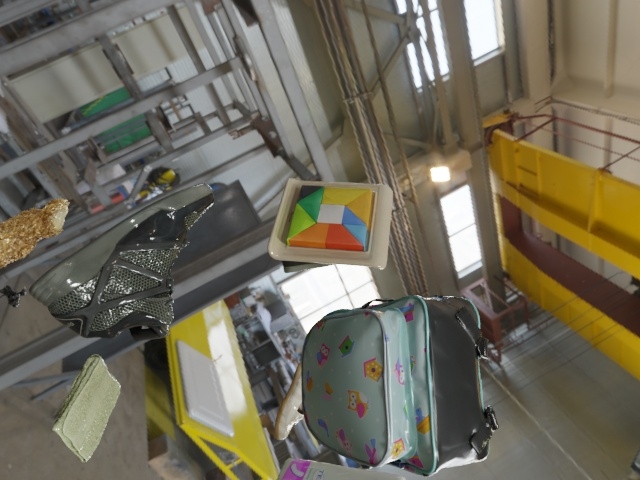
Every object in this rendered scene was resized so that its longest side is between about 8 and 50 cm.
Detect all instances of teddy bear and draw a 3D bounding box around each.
[{"bbox_3d":[-0.810,-0.011,1.157,0.113,0.338,0.245,60,4,-30],"label":"teddy bear"}]

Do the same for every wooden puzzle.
[{"bbox_3d":[0.027,-0.048,0.933,0.044,0.239,0.220,88,11,-52],"label":"wooden puzzle"}]

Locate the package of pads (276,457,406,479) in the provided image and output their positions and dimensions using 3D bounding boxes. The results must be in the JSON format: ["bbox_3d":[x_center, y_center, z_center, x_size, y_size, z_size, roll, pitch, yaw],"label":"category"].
[{"bbox_3d":[0.021,0.566,0.887,0.229,0.297,0.101,-51,129,-53],"label":"package of pads"}]

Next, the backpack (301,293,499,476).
[{"bbox_3d":[0.059,0.142,0.460,0.188,0.145,0.165,-26,-117,59],"label":"backpack"}]

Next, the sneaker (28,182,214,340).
[{"bbox_3d":[-0.194,0.029,0.525,0.087,0.227,0.130,-16,-65,48],"label":"sneaker"}]

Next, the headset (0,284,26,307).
[{"bbox_3d":[-0.986,0.035,1.206,0.185,0.243,0.394,20,-32,42],"label":"headset"}]

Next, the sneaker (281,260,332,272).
[{"bbox_3d":[0.000,0.000,1.047,0.083,0.222,0.118,-25,101,-72],"label":"sneaker"}]

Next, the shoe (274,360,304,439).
[{"bbox_3d":[-0.060,0.421,1.160,0.058,0.218,0.077,21,1,22],"label":"shoe"}]

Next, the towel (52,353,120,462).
[{"bbox_3d":[-0.388,0.280,0.755,0.148,0.027,0.110,-88,170,-52],"label":"towel"}]
